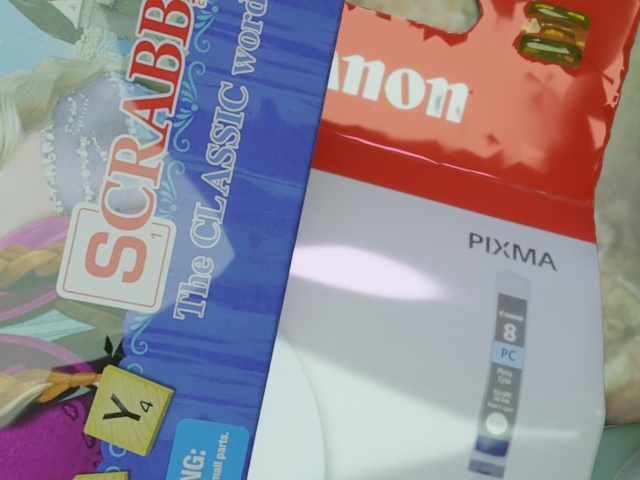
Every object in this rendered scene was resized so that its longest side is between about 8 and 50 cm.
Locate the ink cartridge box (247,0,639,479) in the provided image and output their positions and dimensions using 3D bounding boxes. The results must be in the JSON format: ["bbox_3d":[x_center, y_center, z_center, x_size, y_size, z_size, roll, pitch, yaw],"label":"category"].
[{"bbox_3d":[0.000,0.000,0.449,0.308,0.091,0.385,15,89,-4],"label":"ink cartridge box"}]

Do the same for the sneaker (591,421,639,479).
[{"bbox_3d":[0.257,0.125,0.434,0.255,0.151,0.094,-9,88,-6],"label":"sneaker"}]

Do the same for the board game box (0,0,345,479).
[{"bbox_3d":[-0.169,-0.012,0.337,0.317,0.066,0.319,11,87,-14],"label":"board game box"}]
